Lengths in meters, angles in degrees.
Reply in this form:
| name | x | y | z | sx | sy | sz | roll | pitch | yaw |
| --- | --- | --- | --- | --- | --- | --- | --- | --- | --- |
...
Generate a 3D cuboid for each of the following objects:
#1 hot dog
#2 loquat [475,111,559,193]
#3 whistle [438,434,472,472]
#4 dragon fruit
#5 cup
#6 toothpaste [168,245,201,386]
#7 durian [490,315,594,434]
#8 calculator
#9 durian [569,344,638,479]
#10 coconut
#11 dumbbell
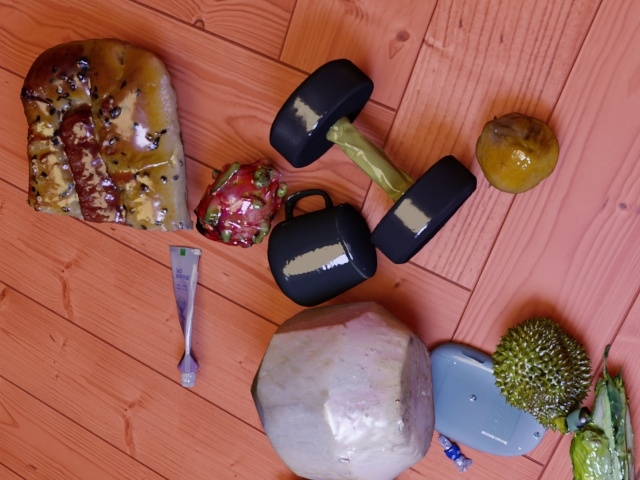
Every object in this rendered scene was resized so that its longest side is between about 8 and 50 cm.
| name | x | y | z | sx | sy | sz | roll | pitch | yaw |
| --- | --- | --- | --- | --- | --- | --- | --- | --- | --- |
| hot dog | -0.428 | -0.215 | 1.571 | 0.367 | 0.196 | 0.366 | 7 | 103 | 20 |
| loquat | 0.320 | -0.145 | 1.299 | 0.137 | 0.113 | 0.137 | 28 | 131 | 37 |
| whistle | 0.256 | 0.405 | 1.514 | 0.033 | 0.029 | 0.083 | -40 | 91 | -10 |
| dragon fruit | -0.148 | -0.076 | 1.491 | 0.160 | 0.166 | 0.172 | 33 | 112 | 9 |
| cup | 0.000 | 0.000 | 1.458 | 0.176 | 0.169 | 0.223 | -22 | 66 | 23 |
| toothpaste | -0.285 | 0.163 | 1.682 | 0.075 | 0.048 | 0.301 | 9 | 102 | 51 |
| durian | 0.377 | 0.226 | 1.340 | 0.146 | 0.159 | 0.198 | -30 | 94 | 40 |
| calculator | 0.273 | 0.291 | 1.467 | 0.298 | 0.041 | 0.186 | 25 | 112 | 18 |
| durian | 0.480 | 0.369 | 1.339 | 0.106 | 0.132 | 0.375 | -8 | 88 | 31 |
| coconut | 0.033 | 0.275 | 1.412 | 0.352 | 0.352 | 0.353 | 6 | 106 | 23 |
| dumbbell | 0.088 | -0.134 | 1.348 | 0.322 | 0.204 | 0.204 | 44 | 116 | 8 |
